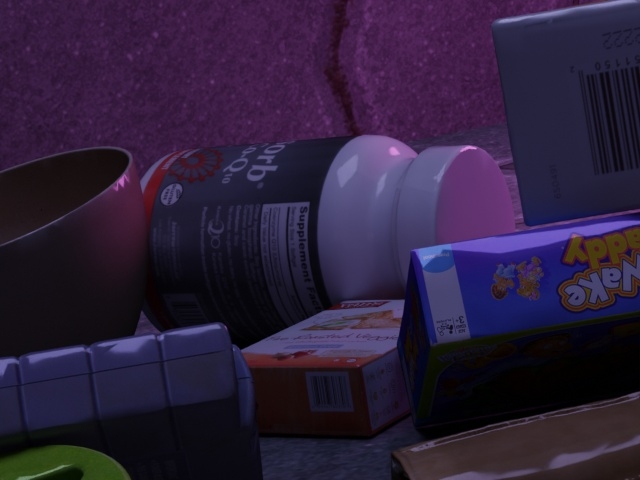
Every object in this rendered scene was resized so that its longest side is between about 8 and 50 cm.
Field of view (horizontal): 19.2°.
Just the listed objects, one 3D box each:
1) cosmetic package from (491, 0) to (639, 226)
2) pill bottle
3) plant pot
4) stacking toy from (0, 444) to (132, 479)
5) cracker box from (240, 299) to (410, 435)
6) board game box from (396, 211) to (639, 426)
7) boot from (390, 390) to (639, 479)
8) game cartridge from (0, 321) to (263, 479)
[{"bbox_3d":[0.289,-0.126,1.585,0.230,0.161,0.453,-9,4,12],"label":"cosmetic package"},{"bbox_3d":[0.000,0.000,1.923,0.363,0.210,0.210,-3,11,32],"label":"pill bottle"},{"bbox_3d":[-0.286,0.052,1.857,0.284,0.191,0.284,-17,18,6],"label":"plant pot"},{"bbox_3d":[-0.146,0.234,0.849,0.309,0.130,0.279,13,37,43],"label":"stacking toy"},{"bbox_3d":[0.032,0.108,1.678,0.155,0.067,0.232,-3,10,33],"label":"cracker box"},{"bbox_3d":[0.240,0.052,1.478,0.347,0.078,0.233,-9,-20,-3],"label":"board game box"},{"bbox_3d":[0.177,0.136,1.323,0.269,0.089,0.236,-14,4,-6],"label":"boot"},{"bbox_3d":[-0.149,0.144,1.123,0.230,0.068,0.355,-13,-23,-6],"label":"game cartridge"}]
